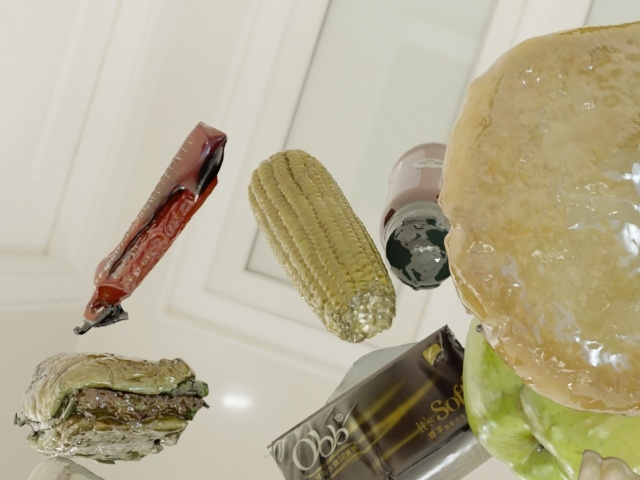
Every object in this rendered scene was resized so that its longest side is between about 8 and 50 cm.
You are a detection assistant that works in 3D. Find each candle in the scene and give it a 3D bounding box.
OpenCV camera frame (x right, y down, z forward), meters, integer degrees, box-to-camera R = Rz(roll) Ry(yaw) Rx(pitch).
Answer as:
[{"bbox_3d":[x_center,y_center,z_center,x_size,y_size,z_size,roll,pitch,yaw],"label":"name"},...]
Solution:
[{"bbox_3d":[-0.198,-0.012,1.458,0.059,0.302,0.084,19,155,33],"label":"candle"}]

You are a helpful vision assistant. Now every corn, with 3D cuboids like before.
[{"bbox_3d":[0.000,0.000,1.683,0.131,0.131,0.344,14,-153,-34],"label":"corn"}]

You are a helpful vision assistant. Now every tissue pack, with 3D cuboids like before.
[{"bbox_3d":[0.114,0.336,2.018,0.198,0.370,0.210,54,173,24],"label":"tissue pack"}]

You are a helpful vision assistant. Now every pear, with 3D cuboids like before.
[{"bbox_3d":[0.367,0.171,1.653,0.391,0.391,0.391,18,-174,-2],"label":"pear"}]

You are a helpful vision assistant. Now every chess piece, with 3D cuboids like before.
[{"bbox_3d":[0.337,0.273,1.238,0.170,0.094,0.094,12,-176,17],"label":"chess piece"}]

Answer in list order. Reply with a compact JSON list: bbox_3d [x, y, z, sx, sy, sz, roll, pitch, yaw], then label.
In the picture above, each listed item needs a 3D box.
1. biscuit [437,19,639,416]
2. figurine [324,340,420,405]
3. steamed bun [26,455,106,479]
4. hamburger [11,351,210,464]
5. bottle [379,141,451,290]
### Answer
[{"bbox_3d":[0.333,-0.033,1.297,0.446,0.429,0.104,0,173,-20],"label":"biscuit"},{"bbox_3d":[0.116,0.264,2.305,0.250,0.167,0.141,-27,-169,5],"label":"figurine"},{"bbox_3d":[-0.223,0.415,1.259,0.309,0.324,0.219,29,-131,21],"label":"steamed bun"},{"bbox_3d":[-0.240,0.173,1.394,0.183,0.130,0.206,5,157,-35],"label":"hamburger"},{"bbox_3d":[0.154,-0.035,1.804,0.144,0.144,0.336,18,-159,3],"label":"bottle"}]
